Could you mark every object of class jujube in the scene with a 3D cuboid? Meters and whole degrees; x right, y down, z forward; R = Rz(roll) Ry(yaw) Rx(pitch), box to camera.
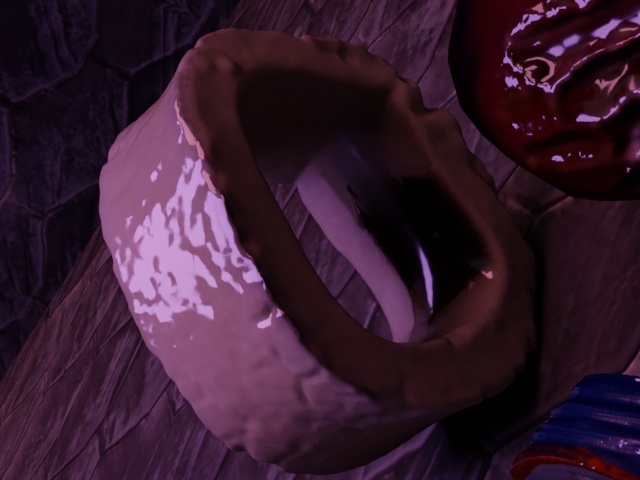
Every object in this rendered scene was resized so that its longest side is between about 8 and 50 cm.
[{"bbox_3d":[0.245,-0.157,0.779,0.377,0.258,0.258,-14,48,47],"label":"jujube"}]

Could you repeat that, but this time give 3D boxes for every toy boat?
[{"bbox_3d":[0.161,0.211,0.717,0.219,0.072,0.318,-40,31,51],"label":"toy boat"}]

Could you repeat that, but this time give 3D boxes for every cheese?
[{"bbox_3d":[0.000,0.000,0.987,0.292,0.332,0.153,-24,-9,-47],"label":"cheese"}]
